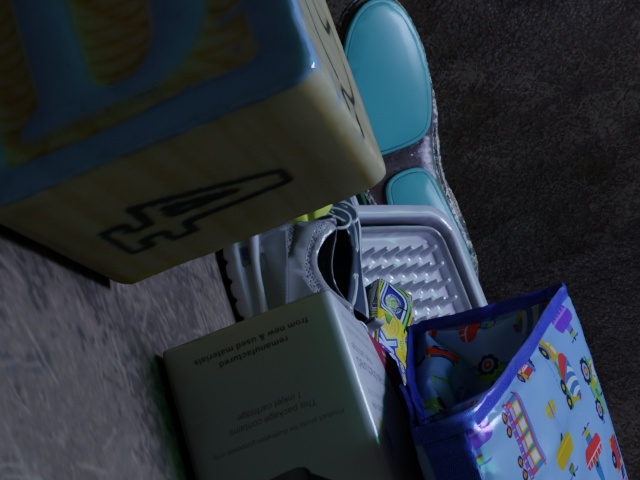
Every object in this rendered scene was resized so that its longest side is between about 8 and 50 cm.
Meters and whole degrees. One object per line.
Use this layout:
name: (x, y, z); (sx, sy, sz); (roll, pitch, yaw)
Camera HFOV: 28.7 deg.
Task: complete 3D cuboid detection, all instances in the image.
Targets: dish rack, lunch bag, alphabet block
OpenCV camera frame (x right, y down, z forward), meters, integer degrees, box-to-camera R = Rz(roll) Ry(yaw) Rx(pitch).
dish rack: (0.110, 0.117, 1.566); (0.285, 0.072, 0.333); (-3, 67, -45)
lunch bag: (0.138, 0.182, 0.870); (0.293, 0.138, 0.221); (-47, 119, -74)
alphabet block: (-0.094, -0.106, 0.714); (0.197, 0.193, 0.193); (42, 29, -72)

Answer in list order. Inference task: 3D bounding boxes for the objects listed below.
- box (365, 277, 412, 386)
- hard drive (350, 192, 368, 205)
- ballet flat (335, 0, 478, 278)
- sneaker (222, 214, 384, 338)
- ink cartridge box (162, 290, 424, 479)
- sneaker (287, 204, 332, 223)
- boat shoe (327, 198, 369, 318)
box: (0.065, 0.131, 1.413); (0.054, 0.059, 0.169); (28, 47, -28)
hard drive: (0.048, 0.008, 1.819); (0.339, 0.064, 0.237); (-98, 164, -56)
ballet flat: (0.103, -0.119, 1.856); (0.182, 0.164, 0.483); (-168, -120, -74)
sneaker: (0.006, 0.106, 1.086); (0.105, 0.115, 0.281); (32, 37, -77)
ink cartridge box: (0.021, 0.216, 0.858); (0.226, 0.131, 0.306); (51, 18, -67)
sneaker: (-0.062, -0.134, 1.389); (0.123, 0.109, 0.296); (90, -15, -67)
boat shoe: (0.000, 0.000, 1.428); (0.079, 0.095, 0.255); (77, 6, -58)
